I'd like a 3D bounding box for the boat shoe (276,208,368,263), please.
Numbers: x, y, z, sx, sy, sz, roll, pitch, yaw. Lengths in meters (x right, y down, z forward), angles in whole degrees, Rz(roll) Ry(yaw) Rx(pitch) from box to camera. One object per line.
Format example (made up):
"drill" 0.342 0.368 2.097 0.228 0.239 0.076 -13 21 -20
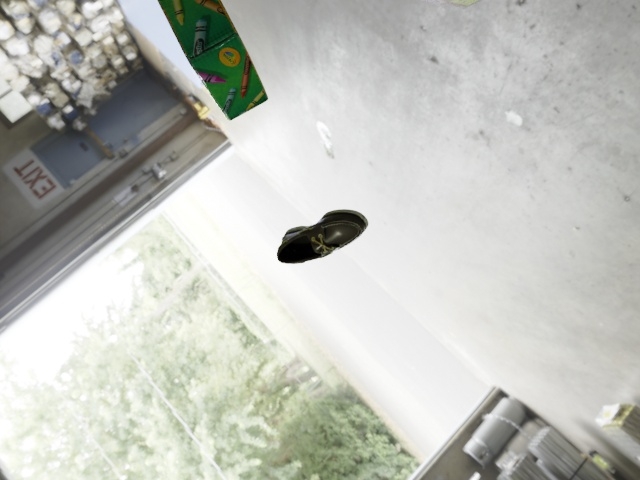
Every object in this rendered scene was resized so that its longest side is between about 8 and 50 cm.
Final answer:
"boat shoe" 0.000 0.000 1.026 0.227 0.069 0.081 -19 121 42

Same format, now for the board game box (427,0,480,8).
"board game box" 0.400 -0.608 1.097 0.346 0.208 0.056 -4 101 51

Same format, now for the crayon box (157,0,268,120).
"crayon box" -0.189 -0.349 0.784 0.279 0.081 0.165 62 -179 19
